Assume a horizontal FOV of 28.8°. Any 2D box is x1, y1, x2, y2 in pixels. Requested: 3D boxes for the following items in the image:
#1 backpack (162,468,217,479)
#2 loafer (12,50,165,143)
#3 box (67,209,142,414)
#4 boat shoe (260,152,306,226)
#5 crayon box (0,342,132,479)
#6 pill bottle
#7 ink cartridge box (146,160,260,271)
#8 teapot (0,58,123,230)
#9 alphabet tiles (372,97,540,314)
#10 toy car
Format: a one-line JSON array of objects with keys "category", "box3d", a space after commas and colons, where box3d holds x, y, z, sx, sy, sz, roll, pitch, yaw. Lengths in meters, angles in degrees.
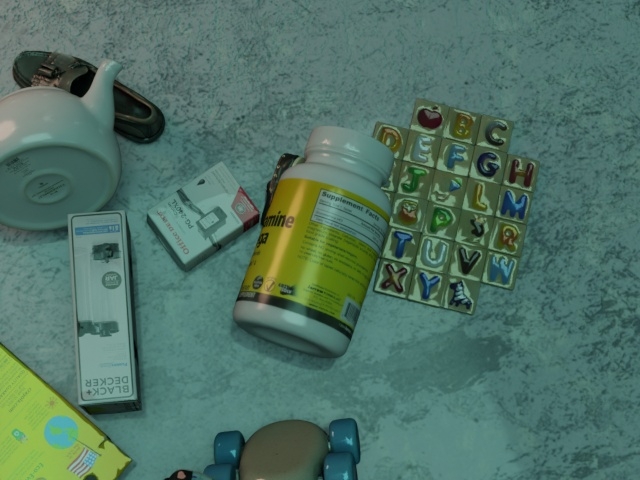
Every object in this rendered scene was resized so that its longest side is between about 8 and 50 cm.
[{"category": "backpack", "box3d": [-0.133, 0.463, 1.724, 0.254, 0.191, 0.225, 21, 118, -4]}, {"category": "loafer", "box3d": [-0.374, -0.246, 2.016, 0.268, 0.084, 0.096, 24, 77, 0]}, {"category": "box", "box3d": [-0.326, 0.114, 1.900, 0.087, 0.169, 0.289, -5, 79, -7]}, {"category": "boat shoe", "box3d": [-0.066, -0.079, 2.033, 0.042, 0.049, 0.133, 20, 84, 33]}, {"category": "crayon box", "box3d": [-0.466, 0.306, 1.888, 0.318, 0.081, 0.202, 41, 77, 5]}, {"category": "pill bottle", "box3d": [0.000, 0.000, 1.946, 0.188, 0.188, 0.333, 19, 76, -1]}, {"category": "ink cartridge box", "box3d": [-0.189, -0.037, 1.999, 0.150, 0.063, 0.109, -35, 83, -12]}, {"category": "teapot", "box3d": [-0.438, -0.147, 1.933, 0.256, 0.252, 0.187, -3, 52, -22]}, {"category": "alphabet tiles", "box3d": [0.206, -0.059, 2.069, 0.285, 0.011, 0.342, 14, 77, -2]}, {"category": "toy car", "box3d": [-0.042, 0.412, 1.881, 0.219, 0.210, 0.237, -7, 107, 6]}]
